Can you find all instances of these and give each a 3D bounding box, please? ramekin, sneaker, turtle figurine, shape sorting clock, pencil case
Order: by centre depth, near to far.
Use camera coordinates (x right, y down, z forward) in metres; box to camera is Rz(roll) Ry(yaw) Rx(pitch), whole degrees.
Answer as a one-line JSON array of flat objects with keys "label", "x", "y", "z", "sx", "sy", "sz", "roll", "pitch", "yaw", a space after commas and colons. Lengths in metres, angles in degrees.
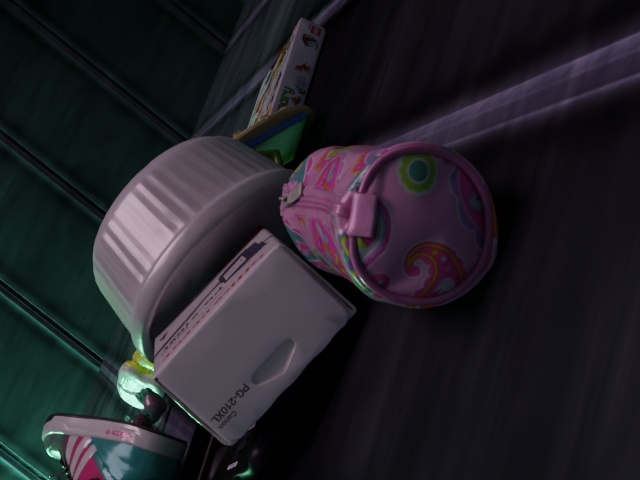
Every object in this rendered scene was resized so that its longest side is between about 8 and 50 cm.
[{"label": "pencil case", "x": 0.042, "y": -0.018, "z": 0.946, "sx": 0.124, "sy": 0.124, "sz": 0.284, "roll": -67, "pitch": 13, "yaw": 0}, {"label": "ramekin", "x": -0.137, "y": 0.003, "z": 1.367, "sx": 0.273, "sy": 0.127, "sz": 0.273, "roll": -41, "pitch": -22, "yaw": -21}, {"label": "sneaker", "x": -0.279, "y": 0.316, "z": 1.482, "sx": 0.295, "sy": 0.123, "sz": 0.178, "roll": -8, "pitch": 61, "yaw": 54}, {"label": "shape sorting clock", "x": -0.097, "y": -0.131, "z": 1.751, "sx": 0.206, "sy": 0.040, "sz": 0.206, "roll": -35, "pitch": -15, "yaw": -11}, {"label": "turtle figurine", "x": -0.327, "y": 0.348, "z": 1.911, "sx": 0.175, "sy": 0.118, "sz": 0.234, "roll": -39, "pitch": 11, "yaw": 36}, {"label": "sneaker", "x": -0.273, "y": 0.195, "z": 2.097, "sx": 0.126, "sy": 0.091, "sz": 0.240, "roll": -52, "pitch": -3, "yaw": -47}]

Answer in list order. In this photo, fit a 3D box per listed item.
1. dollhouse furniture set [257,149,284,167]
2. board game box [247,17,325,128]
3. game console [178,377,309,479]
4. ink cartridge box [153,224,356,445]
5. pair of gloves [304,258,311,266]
[{"label": "dollhouse furniture set", "x": -0.114, "y": 0.056, "z": 1.646, "sx": 0.198, "sy": 0.151, "sz": 0.302, "roll": 108, "pitch": 153, "yaw": -54}, {"label": "board game box", "x": -0.079, "y": -0.203, "z": 2.021, "sx": 0.193, "sy": 0.053, "sz": 0.305, "roll": 128, "pitch": 161, "yaw": -53}, {"label": "game console", "x": -0.095, "y": 0.237, "z": 1.271, "sx": 0.361, "sy": 0.044, "sz": 0.213, "roll": 136, "pitch": 153, "yaw": -63}, {"label": "ink cartridge box", "x": -0.072, "y": 0.084, "z": 1.180, "sx": 0.172, "sy": 0.100, "sz": 0.237, "roll": -47, "pitch": 9, "yaw": -2}, {"label": "pair of gloves", "x": 0.000, "y": 0.000, "z": 1.376, "sx": 0.083, "sy": 0.010, "sz": 0.074, "roll": 138, "pitch": 153, "yaw": -66}]
